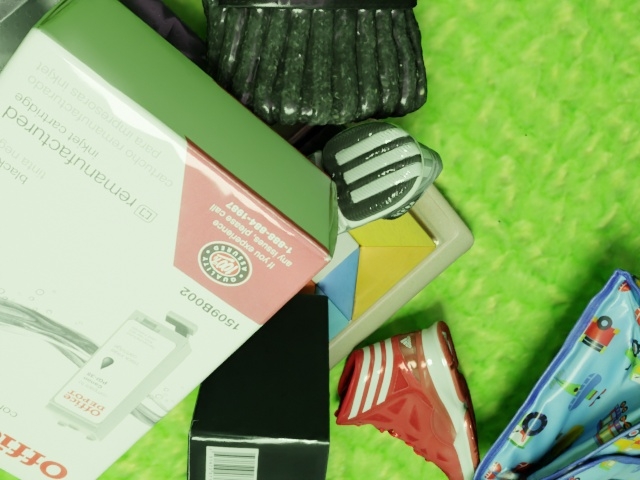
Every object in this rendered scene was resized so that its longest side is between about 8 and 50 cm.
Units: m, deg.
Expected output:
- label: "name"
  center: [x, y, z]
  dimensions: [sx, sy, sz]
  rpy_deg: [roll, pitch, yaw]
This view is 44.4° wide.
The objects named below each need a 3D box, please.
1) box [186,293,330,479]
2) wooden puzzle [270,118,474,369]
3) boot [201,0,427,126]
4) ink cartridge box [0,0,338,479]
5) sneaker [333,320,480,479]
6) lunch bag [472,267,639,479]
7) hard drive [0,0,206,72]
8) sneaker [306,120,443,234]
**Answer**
- label: "box"
  center: [-0.052, 0.198, 0.652]
  dimensions: [0.103, 0.184, 0.261]
  rpy_deg: [4, 119, -5]
- label: "wooden puzzle"
  center: [0.000, 0.000, 0.693]
  dimensions: [0.221, 0.044, 0.239]
  rpy_deg: [-42, 117, 2]
- label: "boot"
  center: [0.071, -0.224, 0.560]
  dimensions: [0.347, 0.131, 0.260]
  rpy_deg: [-10, 101, -2]
- label: "ink cartridge box"
  center: [-0.157, 0.016, 0.513]
  dimensions: [0.207, 0.117, 0.283]
  rpy_deg: [38, 114, -19]
- label: "sneaker"
  center: [0.086, 0.174, 0.786]
  dimensions: [0.128, 0.087, 0.221]
  rpy_deg: [-11, 122, 12]
- label: "lunch bag"
  center: [0.282, 0.191, 0.794]
  dimensions: [0.220, 0.138, 0.293]
  rpy_deg: [17, 119, -47]
- label: "hard drive"
  center: [-0.218, -0.098, 0.581]
  dimensions: [0.255, 0.054, 0.172]
  rpy_deg: [-47, 117, 5]
- label: "sneaker"
  center: [-0.005, -0.022, 0.622]
  dimensions: [0.228, 0.132, 0.086]
  rpy_deg: [-17, 85, 27]
